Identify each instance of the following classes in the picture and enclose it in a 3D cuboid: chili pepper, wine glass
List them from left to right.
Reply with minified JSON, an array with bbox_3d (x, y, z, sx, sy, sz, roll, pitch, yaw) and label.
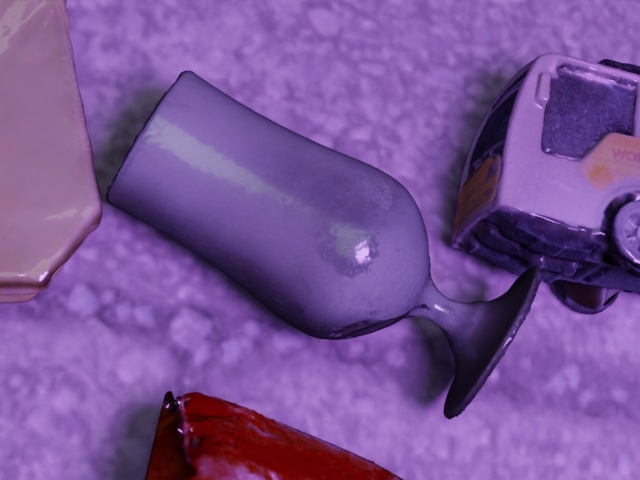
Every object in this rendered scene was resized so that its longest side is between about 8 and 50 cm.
[{"bbox_3d":[0.000,0.000,0.850,0.231,0.103,0.103,30,71,-1],"label":"wine glass"},{"bbox_3d":[0.019,0.182,0.801,0.253,0.144,0.136,18,102,-16],"label":"chili pepper"}]

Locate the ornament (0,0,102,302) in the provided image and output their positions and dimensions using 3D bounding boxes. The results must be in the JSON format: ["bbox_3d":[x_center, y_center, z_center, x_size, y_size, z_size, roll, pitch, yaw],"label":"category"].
[{"bbox_3d":[-0.197,-0.078,0.849,0.201,0.059,0.180,38,69,-5],"label":"ornament"}]

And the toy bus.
[{"bbox_3d":[0.256,-0.015,0.917,0.343,0.097,0.138,13,71,-11],"label":"toy bus"}]
